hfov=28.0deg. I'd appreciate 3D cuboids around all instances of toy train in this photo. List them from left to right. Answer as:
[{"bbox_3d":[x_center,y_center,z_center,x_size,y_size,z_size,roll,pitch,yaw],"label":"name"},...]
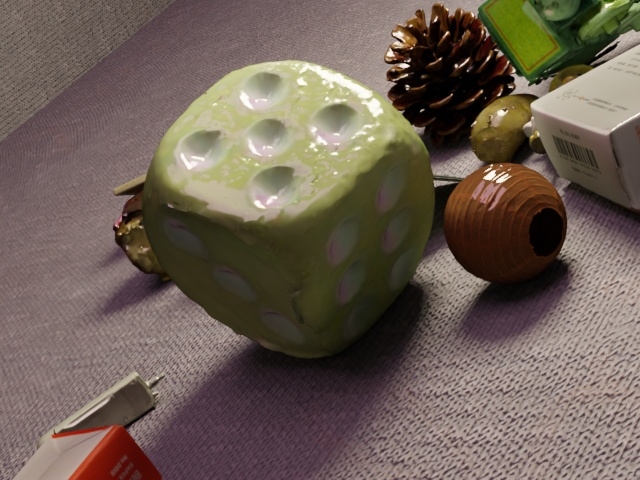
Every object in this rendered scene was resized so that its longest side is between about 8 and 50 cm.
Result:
[{"bbox_3d":[0.342,-0.321,1.745,0.188,0.159,0.272,-39,-8,34],"label":"toy train"}]

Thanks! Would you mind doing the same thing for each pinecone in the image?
[{"bbox_3d":[0.180,-0.249,1.869,0.208,0.207,0.207,-25,22,11],"label":"pinecone"}]

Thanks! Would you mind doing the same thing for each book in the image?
[{"bbox_3d":[-0.231,-0.116,2.180,0.170,0.018,0.242,-22,-2,18],"label":"book"}]

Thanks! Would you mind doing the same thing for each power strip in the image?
[{"bbox_3d":[-0.270,0.219,1.577,0.191,0.047,0.030,-35,16,-13],"label":"power strip"}]

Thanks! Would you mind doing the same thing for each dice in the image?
[{"bbox_3d":[-0.036,-0.033,1.470,0.250,0.252,0.254,26,61,29],"label":"dice"}]

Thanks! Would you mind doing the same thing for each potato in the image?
[{"bbox_3d":[0.249,-0.156,1.727,0.092,0.070,0.138,-34,11,43],"label":"potato"}]

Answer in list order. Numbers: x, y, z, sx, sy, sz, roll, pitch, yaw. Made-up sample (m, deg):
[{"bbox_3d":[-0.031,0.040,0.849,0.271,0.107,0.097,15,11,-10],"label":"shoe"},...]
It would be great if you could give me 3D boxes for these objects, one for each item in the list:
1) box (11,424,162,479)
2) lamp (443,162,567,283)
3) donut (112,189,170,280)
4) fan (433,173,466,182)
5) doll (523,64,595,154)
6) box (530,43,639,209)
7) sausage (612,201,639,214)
[{"bbox_3d":[-0.271,0.290,1.358,0.133,0.099,0.182,-14,28,41],"label":"box"},{"bbox_3d":[0.201,-0.019,1.401,0.136,0.136,0.136,-25,22,11],"label":"lamp"},{"bbox_3d":[-0.129,-0.067,1.924,0.345,0.136,0.259,-12,25,35],"label":"donut"},{"bbox_3d":[0.129,-0.087,1.702,0.223,0.012,0.294,6,5,27],"label":"fan"},{"bbox_3d":[0.324,-0.168,1.653,0.129,0.081,0.207,-18,22,32],"label":"doll"},{"bbox_3d":[0.421,-0.165,1.473,0.300,0.106,0.200,-29,21,-7],"label":"box"},{"bbox_3d":[0.350,-0.037,1.419,0.015,0.015,0.100,-33,22,-8],"label":"sausage"}]
